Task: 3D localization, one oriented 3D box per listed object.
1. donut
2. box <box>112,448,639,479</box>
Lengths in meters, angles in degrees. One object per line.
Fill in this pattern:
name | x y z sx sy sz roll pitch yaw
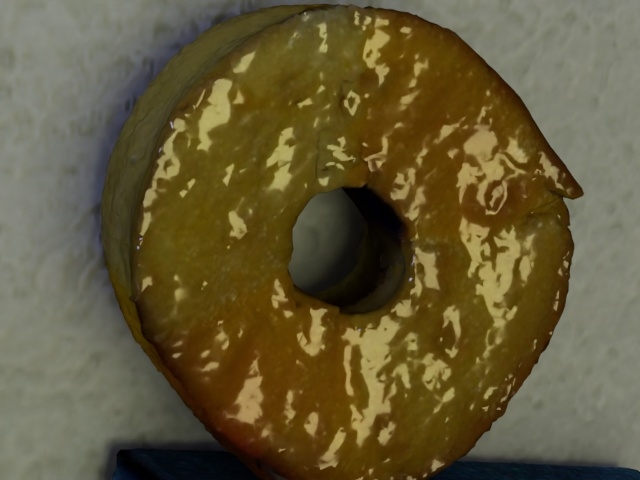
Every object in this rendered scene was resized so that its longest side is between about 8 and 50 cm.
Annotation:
donut | 0.000 -0.001 0.686 0.190 0.075 0.174 32 89 -33
box | 0.029 0.227 0.758 0.279 0.116 0.261 8 101 -34
